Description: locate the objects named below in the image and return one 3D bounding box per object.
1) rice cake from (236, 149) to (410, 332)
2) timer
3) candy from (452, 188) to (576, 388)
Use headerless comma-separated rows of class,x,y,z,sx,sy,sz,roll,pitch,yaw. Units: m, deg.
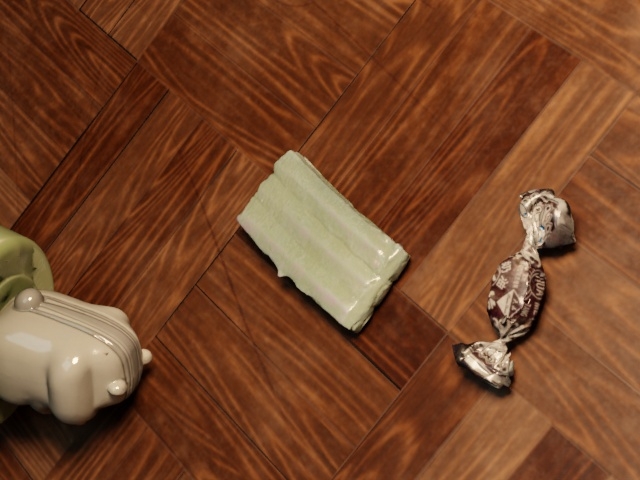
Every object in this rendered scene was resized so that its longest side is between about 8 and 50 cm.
rice cake,0.000,0.000,1.648,0.127,0.043,0.237,-53,52,6
timer,-0.367,0.129,1.728,0.315,0.291,0.290,14,79,16
candy,0.211,0.048,1.491,0.094,0.051,0.226,11,75,46
